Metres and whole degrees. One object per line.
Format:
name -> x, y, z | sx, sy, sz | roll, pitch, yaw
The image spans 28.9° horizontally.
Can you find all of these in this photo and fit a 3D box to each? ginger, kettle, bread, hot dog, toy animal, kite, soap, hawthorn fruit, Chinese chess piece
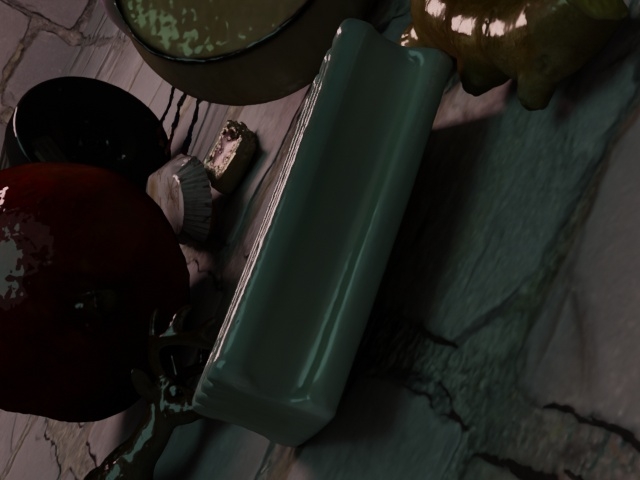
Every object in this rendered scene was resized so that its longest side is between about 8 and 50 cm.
ginger -> 0.119, -0.156, 0.855 | 0.299, 0.065, 0.118 | -138, 59, -71
kettle -> -0.322, -0.040, 1.633 | 0.207, 0.251, 0.271 | -39, -9, -45
bread -> -0.098, -0.088, 1.326 | 0.070, 0.035, 0.083 | -59, 23, 15
hot dog -> -0.148, -0.042, 1.332 | 0.192, 0.053, 0.099 | 177, 92, -72
toy animal -> -0.170, 0.197, 1.075 | 0.243, 0.087, 0.260 | -32, 39, 51
kite -> -0.164, -0.206, 1.562 | 0.015, 0.141, 0.245 | 2, 65, 19
soap -> 0.000, 0.000, 0.867 | 0.160, 0.087, 0.265 | 124, 166, -70
hawthorn fruit -> -0.244, 0.049, 1.200 | 0.307, 0.265, 0.265 | -8, 57, 61
Chinese chess piece -> -0.074, -0.257, 1.213 | 0.257, 0.104, 0.257 | -8, 68, 21

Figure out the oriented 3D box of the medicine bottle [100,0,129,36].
medicine bottle -> -0.104, -0.379, 1.454 | 0.212, 0.212, 0.325 | -15, 50, 63
